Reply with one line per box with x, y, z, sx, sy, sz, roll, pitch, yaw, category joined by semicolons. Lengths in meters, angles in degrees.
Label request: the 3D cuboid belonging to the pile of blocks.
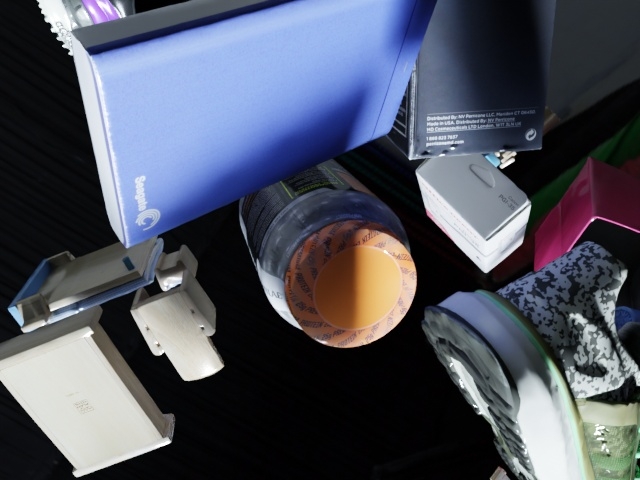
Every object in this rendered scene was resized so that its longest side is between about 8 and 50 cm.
0.436;-0.258;1.520;0.362;0.112;0.149;-36;-160;35;pile of blocks

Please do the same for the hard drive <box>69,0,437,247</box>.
-0.041;-0.127;0.514;0.318;0.040;0.210;-27;154;-27;hard drive

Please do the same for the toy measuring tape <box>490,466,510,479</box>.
0.471;0.596;1.192;0.121;0.121;0.330;-57;-165;3;toy measuring tape

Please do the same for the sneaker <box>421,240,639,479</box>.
0.257;0.163;0.530;0.182;0.410;0.158;-36;-145;-1;sneaker

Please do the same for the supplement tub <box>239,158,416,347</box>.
0.000;0.000;0.788;0.194;0.193;0.316;-56;-157;10;supplement tub

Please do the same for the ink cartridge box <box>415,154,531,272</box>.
0.317;-0.068;1.206;0.117;0.207;0.283;-41;158;2;ink cartridge box

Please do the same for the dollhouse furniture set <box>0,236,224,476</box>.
-0.258;0.115;0.820;0.286;0.198;0.303;-21;-152;4;dollhouse furniture set

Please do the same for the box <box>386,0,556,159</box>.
0.171;-0.291;0.777;0.296;0.182;0.294;-106;-169;-67;box

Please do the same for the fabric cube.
0.642;0.019;1.260;0.258;0.254;0.259;-60;172;-50;fabric cube

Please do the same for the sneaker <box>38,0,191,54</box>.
-0.212;-0.237;0.716;0.293;0.146;0.102;70;7;-71;sneaker

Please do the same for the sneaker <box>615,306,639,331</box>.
0.434;0.193;0.842;0.081;0.090;0.232;-86;-175;-54;sneaker
